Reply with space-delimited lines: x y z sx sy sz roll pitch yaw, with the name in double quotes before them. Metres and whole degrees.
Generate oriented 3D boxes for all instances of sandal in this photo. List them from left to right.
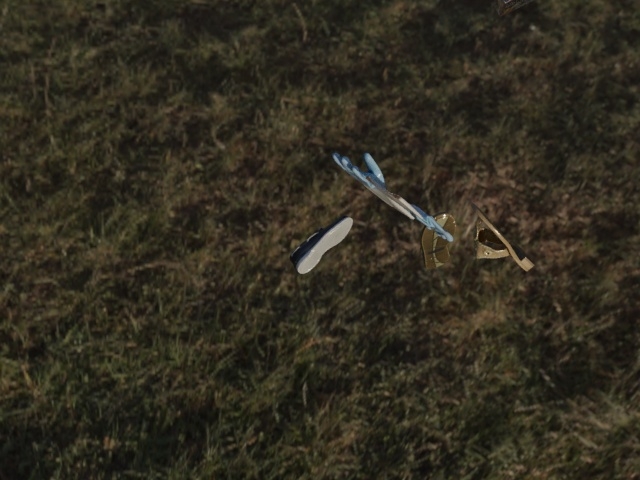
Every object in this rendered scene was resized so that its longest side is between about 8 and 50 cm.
"sandal" 0.231 -0.005 1.768 0.072 0.180 0.049 -17 58 -6
"sandal" 0.368 0.017 1.862 0.240 0.079 0.088 37 17 -38

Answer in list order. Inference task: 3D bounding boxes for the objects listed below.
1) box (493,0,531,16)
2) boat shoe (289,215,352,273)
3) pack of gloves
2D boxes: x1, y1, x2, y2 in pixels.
"box" 0.317 -0.386 1.339 0.094 0.137 0.027 -24 92 10
"boat shoe" 0.000 0.000 1.444 0.125 0.046 0.038 -47 55 9
"pack of gloves" 0.132 -0.085 1.489 0.195 0.232 0.046 35 92 39
